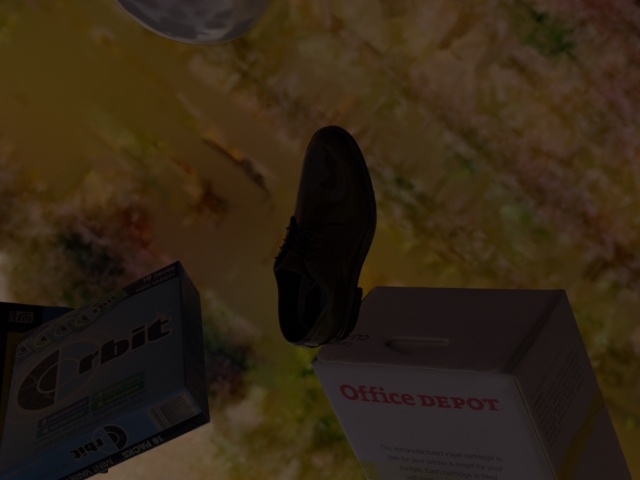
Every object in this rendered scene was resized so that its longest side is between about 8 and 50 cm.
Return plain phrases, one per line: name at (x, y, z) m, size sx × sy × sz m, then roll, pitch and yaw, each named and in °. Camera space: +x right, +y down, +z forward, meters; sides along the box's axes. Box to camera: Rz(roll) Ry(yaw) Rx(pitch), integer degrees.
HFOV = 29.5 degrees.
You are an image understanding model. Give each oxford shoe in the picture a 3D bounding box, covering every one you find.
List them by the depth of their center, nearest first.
oxford shoe at (0.000, 0.000, 1.210) m, size 0.083 × 0.227 × 0.096 m, roll 8°, pitch -169°, yaw 32°

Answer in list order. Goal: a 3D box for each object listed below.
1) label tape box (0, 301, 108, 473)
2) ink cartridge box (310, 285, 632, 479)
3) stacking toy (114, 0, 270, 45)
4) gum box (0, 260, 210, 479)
label tape box at (-0.386, 0.167, 1.218) m, size 0.333 × 0.106 × 0.241 m, roll 7°, pitch -143°, yaw -14°
ink cartridge box at (0.199, 0.249, 1.462) m, size 0.279 × 0.160 × 0.385 m, roll -1°, pitch 124°, yaw 39°
stacking toy at (-0.166, -0.321, 0.690) m, size 0.480 × 0.350 × 0.350 m, roll 55°, pitch 168°, yaw -29°
gum box at (-0.168, 0.106, 0.954) m, size 0.041 × 0.157 × 0.184 m, roll 61°, pitch -173°, yaw -28°
